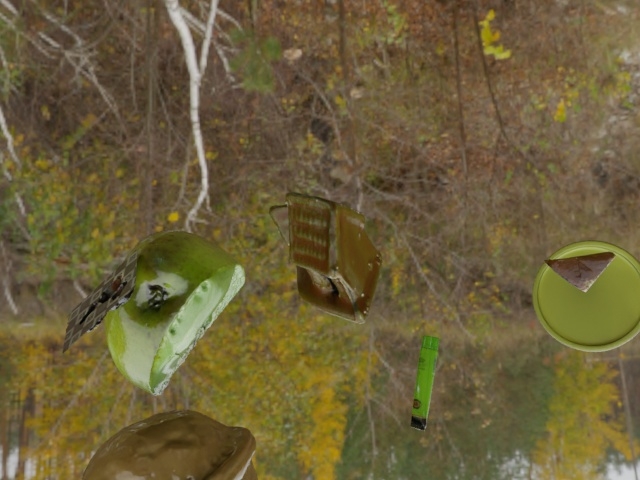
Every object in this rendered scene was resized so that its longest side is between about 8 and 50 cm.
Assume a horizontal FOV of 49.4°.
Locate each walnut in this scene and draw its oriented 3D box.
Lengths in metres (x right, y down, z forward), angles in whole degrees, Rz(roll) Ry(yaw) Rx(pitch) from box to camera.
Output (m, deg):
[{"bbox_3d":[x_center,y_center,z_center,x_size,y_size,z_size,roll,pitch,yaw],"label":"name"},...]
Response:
[{"bbox_3d":[-0.316,0.550,1.481,0.383,0.384,0.383,-3,166,-1],"label":"walnut"}]

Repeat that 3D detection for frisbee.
[{"bbox_3d":[0.565,0.115,1.454,0.236,0.236,0.017,-9,163,19],"label":"frisbee"}]

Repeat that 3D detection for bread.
[{"bbox_3d":[0.416,0.052,1.111,0.109,0.062,0.043,-7,174,24],"label":"bread"}]

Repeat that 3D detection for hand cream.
[{"bbox_3d":[0.138,0.187,0.918,0.023,0.122,0.036,13,170,-21],"label":"hand cream"}]

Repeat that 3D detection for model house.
[{"bbox_3d":[-0.010,0.002,1.357,0.268,0.173,0.239,16,147,41],"label":"model house"}]

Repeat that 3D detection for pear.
[{"bbox_3d":[-0.327,0.110,1.452,0.238,0.342,0.318,32,155,9],"label":"pear"}]

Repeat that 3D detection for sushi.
[{"bbox_3d":[-0.400,0.122,1.297,0.201,0.139,0.031,-41,120,11],"label":"sushi"}]
